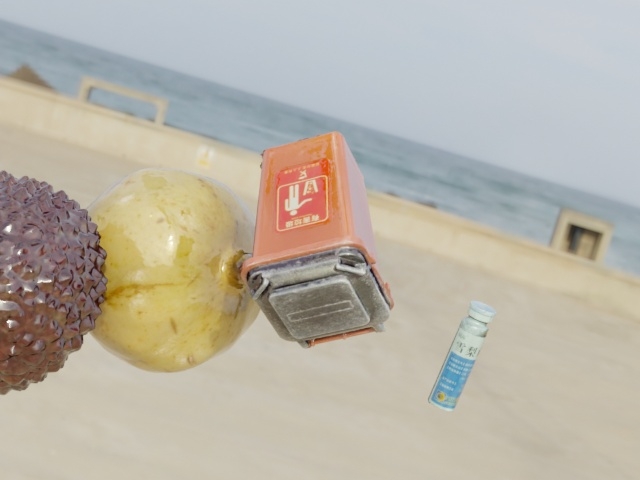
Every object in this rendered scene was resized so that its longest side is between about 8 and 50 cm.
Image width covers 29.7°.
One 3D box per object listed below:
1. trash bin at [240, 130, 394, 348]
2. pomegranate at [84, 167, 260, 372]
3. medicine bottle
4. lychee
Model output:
[{"bbox_3d":[0.000,0.000,1.520,0.161,0.238,0.184,-13,-40,14],"label":"trash bin"},{"bbox_3d":[-0.224,0.050,1.903,0.342,0.342,0.342,16,6,-2],"label":"pomegranate"},{"bbox_3d":[0.238,0.196,2.031,0.051,0.191,0.051,21,15,-6],"label":"medicine bottle"},{"bbox_3d":[-0.439,0.056,1.647,0.306,0.306,0.330,18,39,19],"label":"lychee"}]
